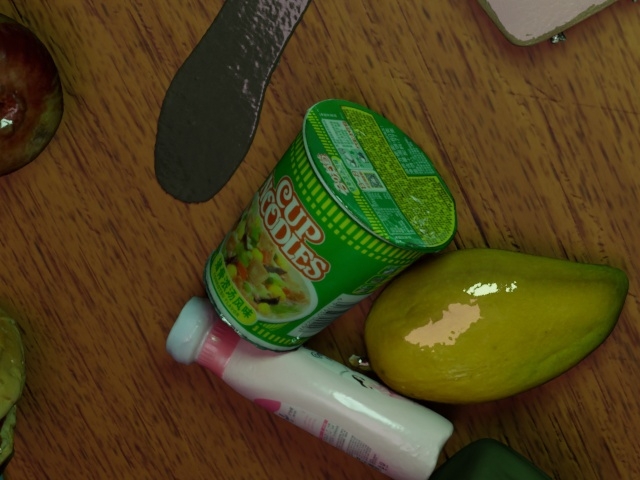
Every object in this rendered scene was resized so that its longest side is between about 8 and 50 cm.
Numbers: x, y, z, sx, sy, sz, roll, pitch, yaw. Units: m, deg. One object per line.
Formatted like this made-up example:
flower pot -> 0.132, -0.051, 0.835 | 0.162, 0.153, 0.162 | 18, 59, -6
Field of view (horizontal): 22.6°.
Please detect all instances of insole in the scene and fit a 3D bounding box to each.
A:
insole -> -0.100, -0.179, 1.757 | 0.111, 0.007, 0.328 | 29, 116, -1

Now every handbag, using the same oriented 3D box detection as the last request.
handbag -> 0.245, -0.285, 1.600 | 0.193, 0.072, 0.151 | -31, 102, 20

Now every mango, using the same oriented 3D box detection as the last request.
mango -> 0.182, 0.090, 1.754 | 0.317, 0.119, 0.176 | -11, 108, 8

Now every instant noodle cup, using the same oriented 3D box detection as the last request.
instant noodle cup -> 0.000, 0.000, 1.720 | 0.207, 0.207, 0.233 | 40, 122, -6

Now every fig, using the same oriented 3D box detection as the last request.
fig -> -0.381, -0.157, 1.746 | 0.205, 0.205, 0.205 | 5, 113, 11

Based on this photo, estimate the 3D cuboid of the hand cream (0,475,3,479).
hand cream -> -0.437, 0.294, 2.019 | 0.083, 0.048, 0.224 | -11, 104, 16

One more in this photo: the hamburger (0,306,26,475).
hamburger -> -0.457, 0.174, 1.863 | 0.244, 0.244, 0.163 | 20, 119, 4

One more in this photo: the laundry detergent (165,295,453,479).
laundry detergent -> -0.014, 0.169, 1.818 | 0.335, 0.159, 0.088 | 27, 77, 7

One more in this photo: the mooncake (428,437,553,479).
mooncake -> 0.152, 0.391, 1.747 | 0.187, 0.351, 0.351 | 40, 115, 0
